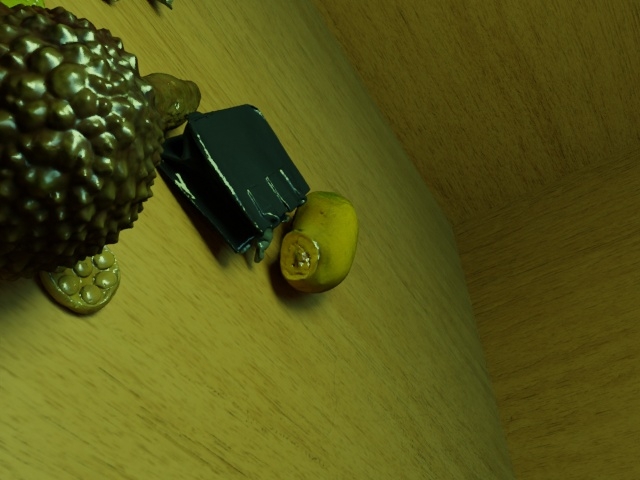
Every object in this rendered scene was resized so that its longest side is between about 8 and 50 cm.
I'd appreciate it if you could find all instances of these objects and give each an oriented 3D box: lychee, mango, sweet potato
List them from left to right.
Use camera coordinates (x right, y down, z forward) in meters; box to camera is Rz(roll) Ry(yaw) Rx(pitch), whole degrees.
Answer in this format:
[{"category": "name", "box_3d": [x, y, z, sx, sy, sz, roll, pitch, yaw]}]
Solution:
[{"category": "lychee", "box_3d": [-0.270, -0.101, 0.508, 0.267, 0.267, 0.268, 49, 26, -34]}, {"category": "sweet potato", "box_3d": [-0.268, -0.216, 0.849, 0.354, 0.095, 0.106, -42, 124, -76]}, {"category": "mango", "box_3d": [0.001, 0.004, 1.145, 0.359, 0.143, 0.187, -67, 142, -59]}]

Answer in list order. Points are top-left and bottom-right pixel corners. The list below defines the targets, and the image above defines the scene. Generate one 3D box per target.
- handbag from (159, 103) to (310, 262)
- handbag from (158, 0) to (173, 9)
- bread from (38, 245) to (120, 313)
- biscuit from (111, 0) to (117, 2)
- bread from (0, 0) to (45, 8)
[{"category": "handbag", "box_3d": [-0.139, -0.110, 1.004, 0.269, 0.118, 0.326, 54, 23, -6]}, {"category": "handbag", "box_3d": [-0.347, -0.618, 1.085, 0.183, 0.117, 0.271, 67, 9, -55]}, {"category": "bread", "box_3d": [-0.283, 0.033, 0.633, 0.110, 0.024, 0.110, 48, 26, -33]}, {"category": "biscuit", "box_3d": [-0.406, -0.540, 0.938, 0.108, 0.061, 0.239, 18, 50, -62]}, {"category": "bread", "box_3d": [-0.442, -0.283, 0.500, 0.383, 0.112, 0.166, -2, 70, -69]}]
